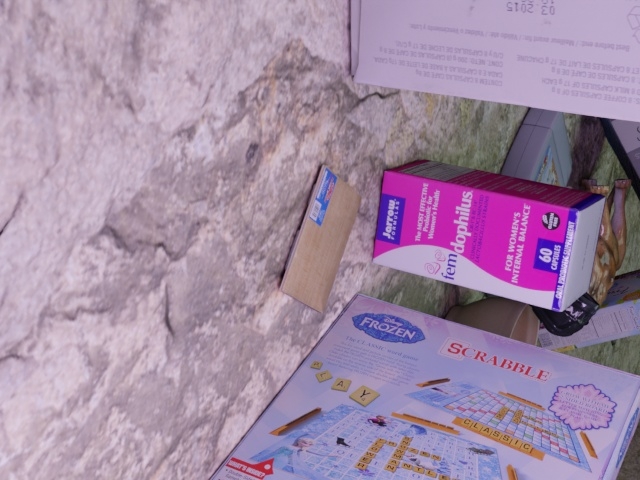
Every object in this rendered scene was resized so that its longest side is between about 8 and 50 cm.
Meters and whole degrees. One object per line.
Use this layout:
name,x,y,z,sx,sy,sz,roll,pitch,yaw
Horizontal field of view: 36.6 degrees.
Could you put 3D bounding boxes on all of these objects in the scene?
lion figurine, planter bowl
lion figurine,0.495,0.013,1.754,0.392,0.142,0.240,-13,100,-53
planter bowl,0.227,0.148,1.351,0.162,0.109,0.162,-39,137,-51

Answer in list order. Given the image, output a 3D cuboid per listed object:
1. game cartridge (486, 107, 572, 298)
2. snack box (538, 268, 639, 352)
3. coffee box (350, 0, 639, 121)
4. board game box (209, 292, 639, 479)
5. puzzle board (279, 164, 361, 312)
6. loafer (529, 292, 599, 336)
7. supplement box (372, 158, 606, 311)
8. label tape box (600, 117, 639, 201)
game cartridge,0.317,-0.056,1.491,0.297,0.062,0.198,-67,156,-18
snack box,0.515,0.128,1.773,0.174,0.207,0.070,-36,103,-57
coffee box,0.248,-0.332,0.898,0.334,0.338,0.338,-40,136,-50
board game box,0.103,0.204,0.906,0.318,0.319,0.066,-48,144,-42
puzzle board,0.000,0.000,0.948,0.096,0.011,0.128,36,70,-60
loafer,0.289,0.025,1.307,0.078,0.223,0.076,-46,157,27
supplement box,0.182,-0.011,1.062,0.114,0.220,0.111,-20,119,-58
label tape box,0.632,-0.124,1.803,0.240,0.106,0.333,40,28,-59
